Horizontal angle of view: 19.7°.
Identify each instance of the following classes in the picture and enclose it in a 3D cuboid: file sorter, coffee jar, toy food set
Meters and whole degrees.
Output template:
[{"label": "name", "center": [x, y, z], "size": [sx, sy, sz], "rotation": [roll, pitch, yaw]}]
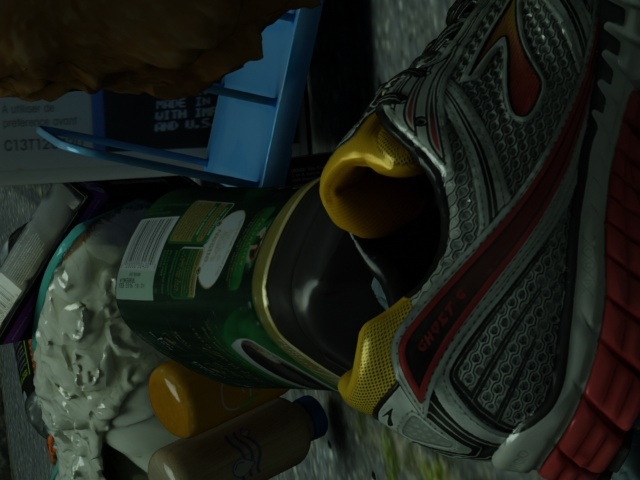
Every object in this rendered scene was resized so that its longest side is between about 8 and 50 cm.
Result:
[{"label": "file sorter", "center": [-0.064, -0.115, 0.872], "size": [0.118, 0.104, 0.170], "rotation": [-152, 74, -72]}, {"label": "coffee jar", "center": [-0.006, 0.019, 0.757], "size": [0.184, 0.096, 0.079], "rotation": [-2, 61, 60]}, {"label": "toy food set", "center": [-0.006, 0.159, 0.947], "size": [0.232, 0.104, 0.111], "rotation": [63, 148, 6]}]

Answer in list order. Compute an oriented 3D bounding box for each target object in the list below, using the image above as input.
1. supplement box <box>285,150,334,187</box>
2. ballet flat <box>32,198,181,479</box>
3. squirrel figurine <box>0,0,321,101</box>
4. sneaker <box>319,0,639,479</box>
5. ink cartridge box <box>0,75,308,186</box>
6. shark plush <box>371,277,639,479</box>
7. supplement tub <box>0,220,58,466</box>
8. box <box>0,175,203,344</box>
[{"label": "supplement box", "center": [0.000, 0.000, 0.888], "size": [0.055, 0.043, 0.083], "rotation": [-179, 82, -74]}, {"label": "ballet flat", "center": [-0.108, 0.127, 1.241], "size": [0.409, 0.147, 0.147], "rotation": [101, 156, -56]}, {"label": "squirrel figurine", "center": [-0.059, -0.256, 0.575], "size": [0.370, 0.281, 0.397], "rotation": [-102, 20, -46]}, {"label": "sneaker", "center": [0.050, -0.039, 0.551], "size": [0.088, 0.093, 0.225], "rotation": [110, 168, -53]}, {"label": "ink cartridge box", "center": [-0.193, -0.068, 1.067], "size": [0.307, 0.303, 0.072], "rotation": [-160, 66, -72]}, {"label": "shark plush", "center": [0.072, 0.049, 0.603], "size": [0.161, 0.067, 0.073], "rotation": [-115, 23, -48]}, {"label": "supplement tub", "center": [-0.183, 0.080, 1.450], "size": [0.117, 0.117, 0.190], "rotation": [108, 151, -57]}, {"label": "box", "center": [-0.147, 0.008, 1.182], "size": [0.029, 0.162, 0.116], "rotation": [39, 106, 17]}]
